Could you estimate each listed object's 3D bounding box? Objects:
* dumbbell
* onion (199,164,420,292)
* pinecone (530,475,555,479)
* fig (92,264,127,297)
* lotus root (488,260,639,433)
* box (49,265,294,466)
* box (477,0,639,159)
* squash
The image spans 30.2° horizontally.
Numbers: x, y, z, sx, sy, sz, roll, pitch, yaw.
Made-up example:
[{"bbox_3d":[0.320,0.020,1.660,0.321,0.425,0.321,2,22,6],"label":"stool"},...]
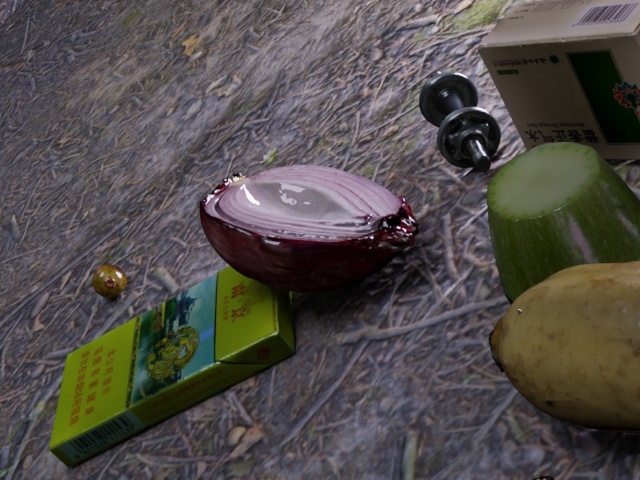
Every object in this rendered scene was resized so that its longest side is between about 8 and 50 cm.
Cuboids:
[{"bbox_3d":[0.173,-0.154,1.486,0.082,0.081,0.254,-31,31,10],"label":"dumbbell"},{"bbox_3d":[0.000,0.000,1.400,0.283,0.120,0.227,17,31,40],"label":"onion"},{"bbox_3d":[0.170,0.236,0.942,0.102,0.102,0.109,-27,13,18],"label":"pinecone"},{"bbox_3d":[-0.314,0.059,1.747,0.050,0.050,0.083,-45,12,-14],"label":"fig"},{"bbox_3d":[0.260,0.088,1.000,0.284,0.160,0.146,-4,82,50],"label":"lotus root"},{"bbox_3d":[-0.185,0.143,1.490,0.335,0.047,0.187,-28,31,14],"label":"box"},{"bbox_3d":[0.303,-0.176,1.293,0.212,0.168,0.095,5,46,49],"label":"box"},{"bbox_3d":[0.244,-0.015,1.195,0.170,0.123,0.170,-21,34,15],"label":"squash"}]
